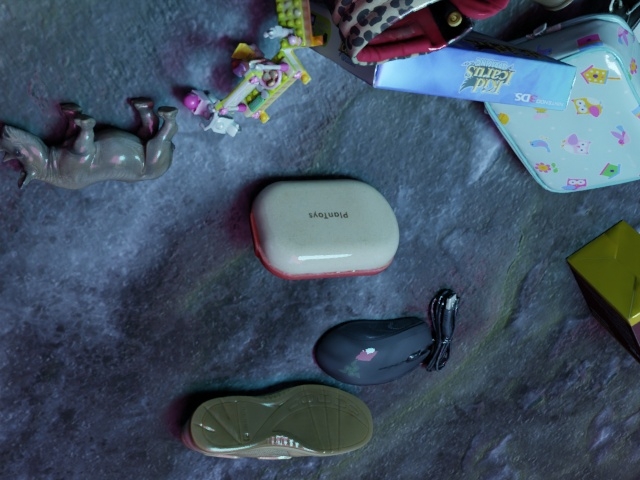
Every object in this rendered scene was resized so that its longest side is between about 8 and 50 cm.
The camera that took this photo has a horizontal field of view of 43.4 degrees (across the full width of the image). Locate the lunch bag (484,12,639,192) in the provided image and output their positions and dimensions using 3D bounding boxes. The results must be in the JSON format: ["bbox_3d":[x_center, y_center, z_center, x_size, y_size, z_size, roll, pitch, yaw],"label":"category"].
[{"bbox_3d":[0.371,-0.196,1.184,0.224,0.108,0.279,-11,137,37],"label":"lunch bag"}]

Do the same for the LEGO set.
[{"bbox_3d":[-0.077,-0.249,0.978,0.107,0.132,0.287,-21,143,-59],"label":"LEGO set"}]

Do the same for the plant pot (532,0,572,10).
[{"bbox_3d":[0.245,-0.393,1.023,0.165,0.167,0.167,6,120,-16],"label":"plant pot"}]

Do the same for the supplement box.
[{"bbox_3d":[0.581,0.107,1.471,0.129,0.191,0.194,-35,128,3],"label":"supplement box"}]

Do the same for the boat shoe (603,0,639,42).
[{"bbox_3d":[0.438,-0.315,1.150,0.078,0.070,0.219,-46,172,-33],"label":"boat shoe"}]

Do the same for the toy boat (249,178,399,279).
[{"bbox_3d":[0.000,0.000,1.213,0.231,0.151,0.151,-2,153,-20],"label":"toy boat"}]

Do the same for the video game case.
[{"bbox_3d":[0.141,-0.237,1.019,0.269,0.244,0.061,2,114,-24],"label":"video game case"}]

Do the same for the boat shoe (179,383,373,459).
[{"bbox_3d":[-0.074,0.322,1.410,0.341,0.122,0.110,6,157,-23],"label":"boat shoe"}]

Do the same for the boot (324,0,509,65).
[{"bbox_3d":[0.115,-0.359,0.848,0.377,0.284,0.138,-23,167,-20],"label":"boot"}]

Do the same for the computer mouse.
[{"bbox_3d":[0.127,0.193,1.418,0.272,0.072,0.189,-8,126,-18],"label":"computer mouse"}]

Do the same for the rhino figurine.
[{"bbox_3d":[-0.303,-0.116,1.030,0.243,0.073,0.106,-8,122,-16],"label":"rhino figurine"}]
